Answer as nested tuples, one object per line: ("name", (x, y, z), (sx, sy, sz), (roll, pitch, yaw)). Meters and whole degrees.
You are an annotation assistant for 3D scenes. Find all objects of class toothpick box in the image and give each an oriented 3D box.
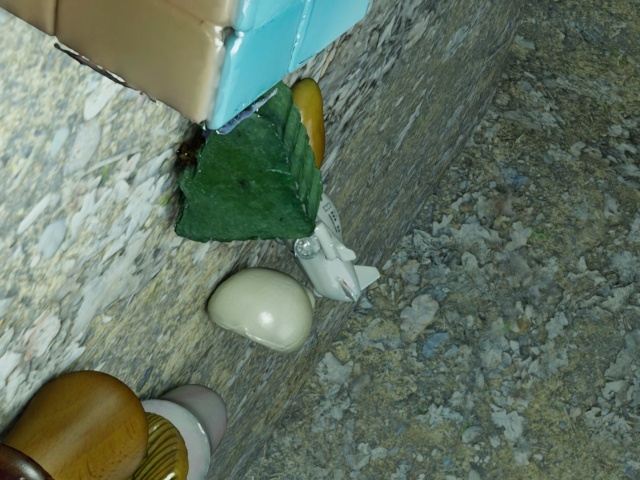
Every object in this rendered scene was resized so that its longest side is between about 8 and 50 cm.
("toothpick box", (-0.316, 0.267, 1.045), (0.192, 0.192, 0.294), (-64, 175, 24))

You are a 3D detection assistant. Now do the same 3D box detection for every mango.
("mango", (-0.033, -0.153, 1.417), (0.102, 0.085, 0.184), (-46, 157, -52))

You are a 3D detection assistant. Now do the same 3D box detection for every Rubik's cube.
("Rubik's cube", (-0.077, -0.249, 0.616), (0.231, 0.221, 0.225), (-48, 164, -45))

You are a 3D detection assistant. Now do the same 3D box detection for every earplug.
("earplug", (-0.239, 0.323, 1.624), (0.172, 0.172, 0.301), (-61, 176, 8))

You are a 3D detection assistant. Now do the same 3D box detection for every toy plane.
("toy plane", (-0.003, 0.002, 1.596), (0.118, 0.252, 0.252), (-37, 165, -9))

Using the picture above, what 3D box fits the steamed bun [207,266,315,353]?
("steamed bun", (-0.094, 0.113, 1.614), (0.228, 0.177, 0.131), (44, 69, -76))

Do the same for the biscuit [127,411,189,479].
("biscuit", (-0.298, 0.352, 1.193), (0.318, 0.040, 0.318), (-29, -147, 21))

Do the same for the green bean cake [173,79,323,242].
("green bean cake", (-0.107, -0.098, 1.127), (0.208, 0.193, 0.107), (70, 28, -46))
